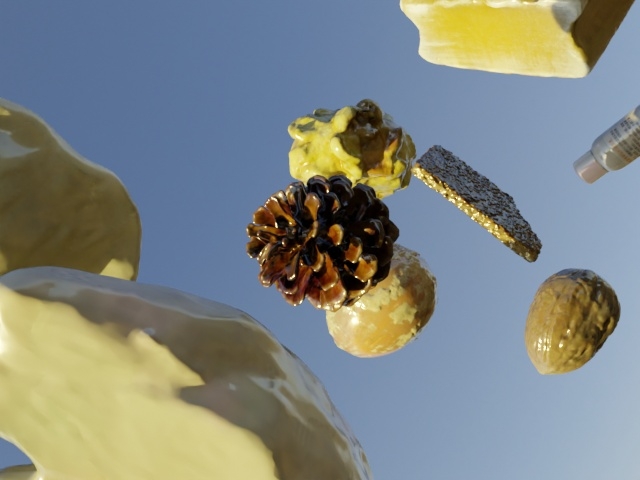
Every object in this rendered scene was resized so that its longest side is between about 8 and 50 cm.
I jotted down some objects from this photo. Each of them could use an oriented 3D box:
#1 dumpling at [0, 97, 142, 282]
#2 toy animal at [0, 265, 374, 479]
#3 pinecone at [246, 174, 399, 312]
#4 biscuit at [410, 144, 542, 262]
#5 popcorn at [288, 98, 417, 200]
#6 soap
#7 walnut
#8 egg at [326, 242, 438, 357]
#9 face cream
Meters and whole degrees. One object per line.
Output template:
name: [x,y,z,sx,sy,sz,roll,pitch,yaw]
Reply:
dumpling: [-0.347,-0.015,0.816,0.243,0.187,0.318,-3,-65,0]
toy animal: [-0.079,0.140,0.399,0.266,0.308,0.188,-50,4,26]
pinecone: [-0.008,0.002,0.767,0.165,0.163,0.162,-1,-65,-56]
biscuit: [0.256,-0.066,1.065,0.026,0.237,0.131,-57,-9,35]
popcorn: [0.068,-0.178,1.387,0.287,0.252,0.215,-7,-79,-32]
soap: [0.211,-0.270,0.589,0.274,0.173,0.089,-54,-42,-18]
walnut: [0.490,0.162,1.337,0.178,0.178,0.230,35,-97,-51]
egg: [0.117,0.120,1.305,0.245,0.203,0.203,-52,-37,13]
face cream: [0.599,-0.206,1.272,0.082,0.082,0.269,3,-36,-48]
